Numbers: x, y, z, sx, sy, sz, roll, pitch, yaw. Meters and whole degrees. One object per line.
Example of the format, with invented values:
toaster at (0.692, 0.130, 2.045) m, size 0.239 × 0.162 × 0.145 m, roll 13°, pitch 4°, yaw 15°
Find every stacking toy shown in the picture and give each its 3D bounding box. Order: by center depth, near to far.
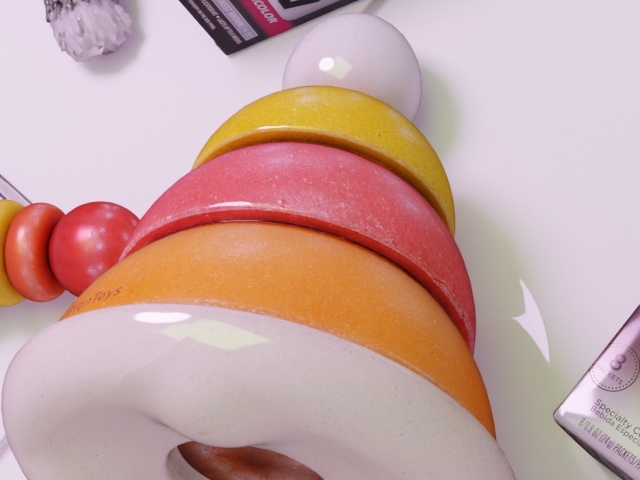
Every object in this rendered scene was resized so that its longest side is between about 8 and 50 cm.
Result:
stacking toy at (0.000, 0.000, 1.001) m, size 0.350 × 0.350 × 0.480 m, roll -3°, pitch 50°, yaw 24°
stacking toy at (-0.308, 0.016, 1.208) m, size 0.330 × 0.141 × 0.141 m, roll 1°, pitch 68°, yaw 19°

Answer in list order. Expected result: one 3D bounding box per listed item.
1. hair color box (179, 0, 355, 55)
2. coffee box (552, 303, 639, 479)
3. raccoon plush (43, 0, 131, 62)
hair color box at (0.033, -0.317, 1.155) m, size 0.374 × 0.185 × 0.114 m, roll -21°, pitch 60°, yaw 15°
coffee box at (0.322, 0.146, 0.849) m, size 0.297 × 0.119 × 0.168 m, roll 38°, pitch 88°, yaw 33°
raccoon plush at (-0.318, -0.400, 1.206) m, size 0.216 × 0.299 × 0.446 m, roll -31°, pitch 74°, yaw 33°
